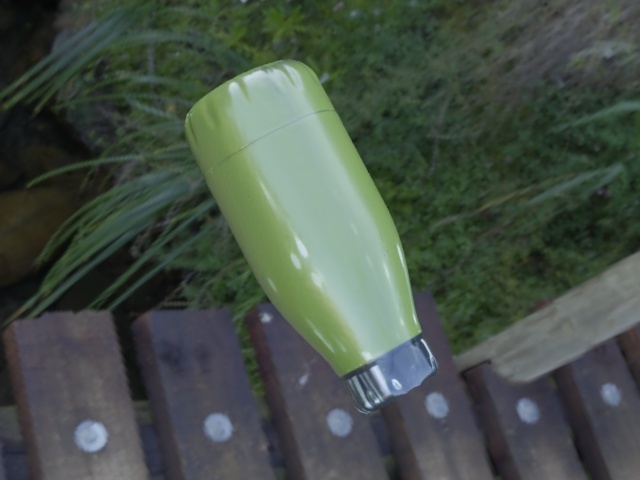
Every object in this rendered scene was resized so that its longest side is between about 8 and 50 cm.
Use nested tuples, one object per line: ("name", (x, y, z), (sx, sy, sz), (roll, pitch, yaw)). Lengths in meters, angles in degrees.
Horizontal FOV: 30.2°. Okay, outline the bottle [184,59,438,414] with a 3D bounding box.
("bottle", (0.000, 0.000, 0.884), (0.112, 0.112, 0.260), (-23, 83, -47))
